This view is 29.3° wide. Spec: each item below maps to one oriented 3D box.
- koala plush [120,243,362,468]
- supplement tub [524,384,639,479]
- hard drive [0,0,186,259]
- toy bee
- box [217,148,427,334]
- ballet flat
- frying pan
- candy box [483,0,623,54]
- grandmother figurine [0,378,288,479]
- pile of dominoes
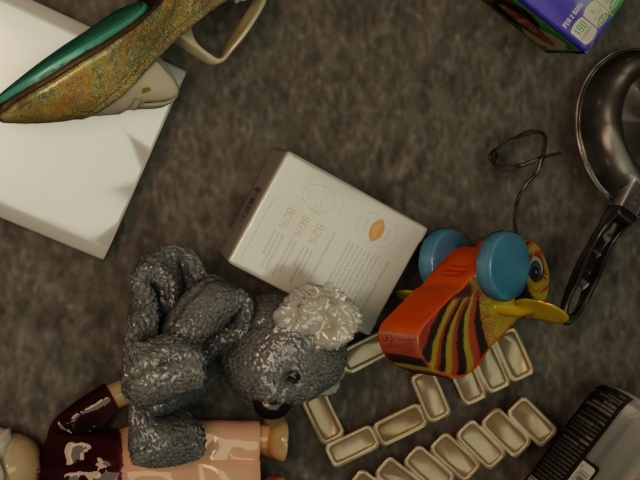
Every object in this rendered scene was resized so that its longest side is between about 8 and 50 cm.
[{"bbox_3d":[-0.075,0.101,1.200,0.221,0.196,0.203,2,55,-4],"label":"koala plush"},{"bbox_3d":[0.293,0.332,1.338,0.193,0.193,0.316,38,88,-15],"label":"supplement tub"},{"bbox_3d":[-0.322,-0.139,1.215,0.319,0.040,0.210,24,91,-14],"label":"hard drive"},{"bbox_3d":[0.189,0.050,1.264,0.298,0.195,0.162,-40,121,-12],"label":"toy bee"},{"bbox_3d":[0.000,0.000,1.281,0.170,0.091,0.130,29,89,-14],"label":"box"},{"bbox_3d":[-0.152,-0.197,1.181,0.348,0.123,0.123,-46,105,-23],"label":"ballet flat"},{"bbox_3d":[0.325,-0.083,1.330,0.326,0.053,0.197,-40,99,-24],"label":"frying pan"},{"bbox_3d":[0.213,-0.392,1.267,0.317,0.122,0.268,35,89,-13],"label":"candy box"},{"bbox_3d":[-0.209,0.241,1.265,0.342,0.104,0.207,5,68,-11],"label":"grandmother figurine"},{"bbox_3d":[0.116,0.180,1.364,0.251,0.040,0.196,-25,96,-2],"label":"pile of dominoes"}]
